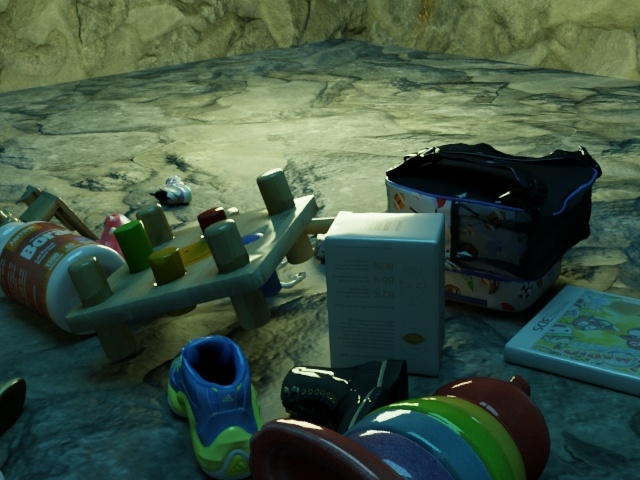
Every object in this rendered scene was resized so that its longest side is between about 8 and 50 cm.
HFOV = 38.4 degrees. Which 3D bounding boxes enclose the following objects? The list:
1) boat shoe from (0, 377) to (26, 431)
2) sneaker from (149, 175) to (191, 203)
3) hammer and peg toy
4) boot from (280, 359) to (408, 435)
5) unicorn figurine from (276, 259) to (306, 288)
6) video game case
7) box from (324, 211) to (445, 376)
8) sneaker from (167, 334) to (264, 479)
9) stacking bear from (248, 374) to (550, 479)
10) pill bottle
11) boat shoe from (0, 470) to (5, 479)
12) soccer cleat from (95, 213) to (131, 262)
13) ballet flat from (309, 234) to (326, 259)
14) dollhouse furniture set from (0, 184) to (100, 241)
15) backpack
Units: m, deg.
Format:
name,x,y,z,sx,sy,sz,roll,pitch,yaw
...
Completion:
name,x,y,z,sx,sy,sz,roll,pitch,yaw
boat shoe,-0.359,0.184,0.966,0.045,0.050,0.135,8,23,12
sneaker,-0.287,-0.092,1.700,0.069,0.038,0.098,-13,23,-27
hammer and peg toy,-0.129,0.001,1.159,0.265,0.127,0.361,-14,17,21
boot,0.008,0.177,0.938,0.136,0.077,0.198,-1,7,15
unicorn figurine,-0.081,0.043,1.308,0.111,0.060,0.162,-21,18,-20
video game case,0.366,0.119,1.098,0.226,0.026,0.206,12,25,33
box,0.078,0.060,1.077,0.130,0.171,0.091,3,23,12
sneaker,-0.109,0.138,0.956,0.091,0.126,0.240,-10,23,-19
stacking bear,0.094,0.196,0.758,0.164,0.176,0.289,10,17,34
pill bottle,-0.363,0.041,1.242,0.216,0.121,0.121,18,29,42
boat shoe,-0.445,0.219,0.734,0.367,0.157,0.136,-14,24,-27
soccer cleat,-0.274,0.022,1.371,0.095,0.083,0.248,21,4,-27
ballet flat,0.000,0.000,1.434,0.041,0.041,0.114,-2,20,-1
dollhouse furniture set,-0.460,0.011,1.464,0.144,0.123,0.151,20,65,46
backpack,0.221,-0.034,1.263,0.263,0.213,0.276,19,22,27
